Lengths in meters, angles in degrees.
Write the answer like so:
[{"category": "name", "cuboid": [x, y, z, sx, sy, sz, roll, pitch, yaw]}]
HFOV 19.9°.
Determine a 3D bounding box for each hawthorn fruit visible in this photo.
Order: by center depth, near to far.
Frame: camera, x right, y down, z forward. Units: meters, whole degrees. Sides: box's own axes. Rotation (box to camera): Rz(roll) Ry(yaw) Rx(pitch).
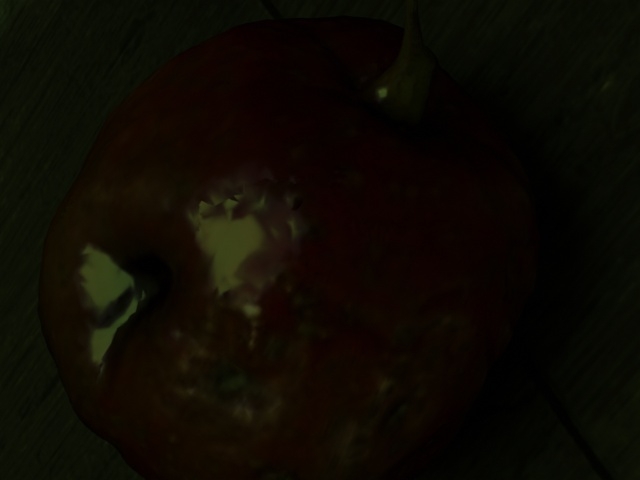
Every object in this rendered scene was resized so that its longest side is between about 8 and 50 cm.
[{"category": "hawthorn fruit", "cuboid": [-0.012, 0.017, 0.949, 0.262, 0.258, 0.258, -33, 59, 5]}]
